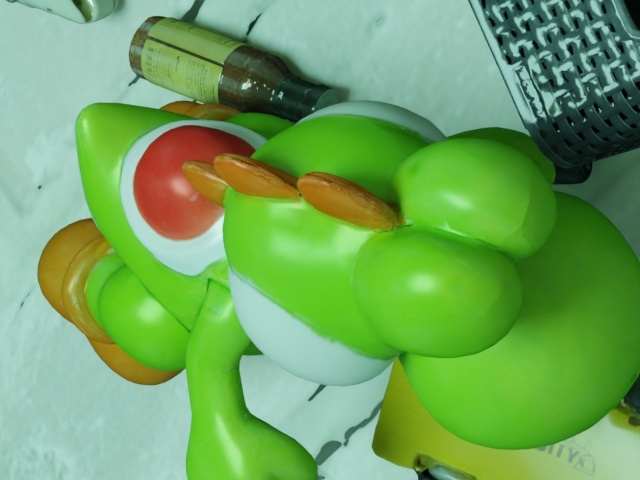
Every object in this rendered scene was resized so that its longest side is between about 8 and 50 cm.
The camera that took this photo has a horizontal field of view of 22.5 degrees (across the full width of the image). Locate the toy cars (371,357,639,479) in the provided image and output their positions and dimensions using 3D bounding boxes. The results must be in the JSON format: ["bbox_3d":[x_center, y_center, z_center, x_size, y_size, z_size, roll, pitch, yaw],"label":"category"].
[{"bbox_3d":[0.206,0.055,0.743,0.394,0.087,0.176,-28,74,30],"label":"toy cars"}]

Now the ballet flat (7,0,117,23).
[{"bbox_3d":[-0.125,-0.173,0.927,0.221,0.077,0.079,-20,108,34],"label":"ballet flat"}]

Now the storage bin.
[{"bbox_3d":[0.143,-0.110,0.689,0.084,0.180,0.122,-26,85,35],"label":"storage bin"}]

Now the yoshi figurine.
[{"bbox_3d":[0.015,0.022,0.745,0.362,0.203,0.203,6,105,63],"label":"yoshi figurine"}]

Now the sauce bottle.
[{"bbox_3d":[-0.049,-0.091,0.904,0.128,0.042,0.042,25,112,28],"label":"sauce bottle"}]

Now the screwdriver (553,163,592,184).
[{"bbox_3d":[0.069,-0.046,0.856,0.170,0.025,0.024,9,105,41],"label":"screwdriver"}]
